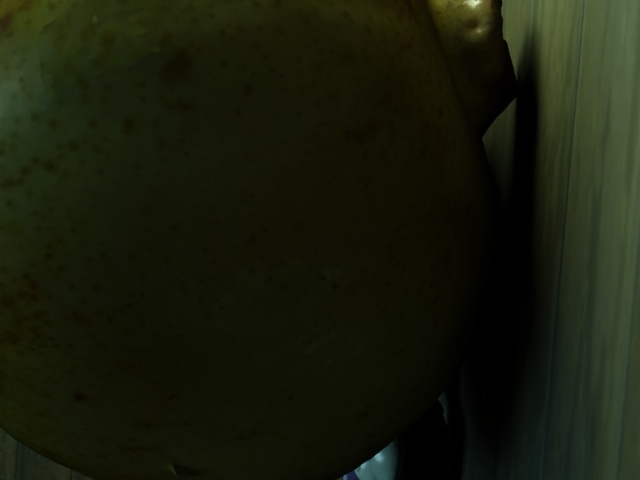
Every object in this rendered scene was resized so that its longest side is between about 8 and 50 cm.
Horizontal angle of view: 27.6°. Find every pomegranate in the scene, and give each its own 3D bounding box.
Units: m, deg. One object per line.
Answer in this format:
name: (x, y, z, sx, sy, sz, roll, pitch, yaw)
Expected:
pomegranate: (-0.062, -0.046, 0.783, 0.416, 0.417, 0.416, -176, 90, -86)

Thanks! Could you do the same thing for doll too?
doll: (0.061, 0.115, 0.922, 0.091, 0.067, 0.219, 124, 150, -61)

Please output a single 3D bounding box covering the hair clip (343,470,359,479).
hair clip: (0.042, 0.245, 1.036, 0.137, 0.090, 0.278, -50, -27, -75)
